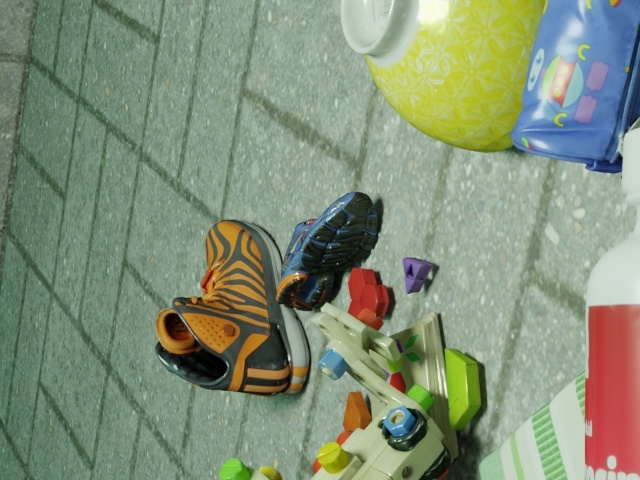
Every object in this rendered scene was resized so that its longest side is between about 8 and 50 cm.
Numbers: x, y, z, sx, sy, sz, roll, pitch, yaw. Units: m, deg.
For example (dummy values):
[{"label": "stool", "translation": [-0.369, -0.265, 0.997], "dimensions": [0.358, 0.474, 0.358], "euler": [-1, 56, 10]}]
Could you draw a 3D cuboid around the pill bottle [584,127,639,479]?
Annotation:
[{"label": "pill bottle", "translation": [0.303, 0.124, 1.071], "dimensions": [0.229, 0.229, 0.407], "euler": [-8, 80, 63]}]

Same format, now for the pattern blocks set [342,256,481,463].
[{"label": "pattern blocks set", "translation": [0.101, 0.181, 1.701], "dimensions": [0.285, 0.026, 0.324], "euler": [-13, 76, 63]}]

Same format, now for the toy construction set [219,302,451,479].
[{"label": "toy construction set", "translation": [0.008, 0.232, 1.612], "dimensions": [0.215, 0.151, 0.327], "euler": [17, 74, 52]}]

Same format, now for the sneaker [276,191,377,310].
[{"label": "sneaker", "translation": [0.000, 0.000, 1.872], "dimensions": [0.221, 0.083, 0.087], "euler": [-49, 37, 47]}]

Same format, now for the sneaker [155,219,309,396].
[{"label": "sneaker", "translation": [-0.143, 0.079, 2.033], "dimensions": [0.321, 0.180, 0.124], "euler": [62, 140, 46]}]

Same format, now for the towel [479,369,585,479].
[{"label": "towel", "translation": [0.255, 0.250, 1.376], "dimensions": [0.325, 0.038, 0.248], "euler": [125, 141, -50]}]

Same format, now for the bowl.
[{"label": "bowl", "translation": [0.113, -0.234, 1.496], "dimensions": [0.289, 0.156, 0.289], "euler": [-11, 78, 63]}]

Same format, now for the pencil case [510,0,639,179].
[{"label": "pencil case", "translation": [0.260, -0.202, 1.315], "dimensions": [0.133, 0.119, 0.306], "euler": [38, 121, 53]}]
